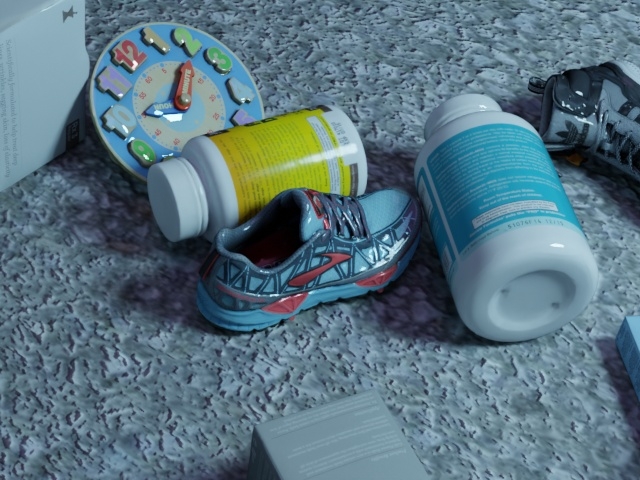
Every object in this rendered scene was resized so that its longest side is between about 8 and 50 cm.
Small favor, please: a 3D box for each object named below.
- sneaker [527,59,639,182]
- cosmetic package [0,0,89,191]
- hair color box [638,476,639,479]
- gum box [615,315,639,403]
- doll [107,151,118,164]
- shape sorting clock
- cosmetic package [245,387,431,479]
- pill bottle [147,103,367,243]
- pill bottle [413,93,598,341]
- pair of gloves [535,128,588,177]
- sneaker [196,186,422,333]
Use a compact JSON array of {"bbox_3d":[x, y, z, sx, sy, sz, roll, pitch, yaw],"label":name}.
[{"bbox_3d":[0.335,-0.111,1.534,0.153,0.101,0.269,-4,40,-21],"label":"sneaker"},{"bbox_3d":[-0.436,-0.245,1.472,0.385,0.217,0.156,33,49,25],"label":"cosmetic package"},{"bbox_3d":[0.342,0.262,1.174,0.053,0.093,0.167,-14,50,-22],"label":"hair color box"},{"bbox_3d":[0.395,0.152,1.328,0.156,0.041,0.184,-1,47,-11],"label":"gum box"},{"bbox_3d":[-0.177,-0.146,1.530,0.129,0.046,0.189,33,55,10],"label":"doll"},{"bbox_3d":[-0.154,-0.147,1.485,0.206,0.040,0.206,10,65,-21],"label":"shape sorting clock"},{"bbox_3d":[0.039,0.253,1.131,0.127,0.107,0.238,-13,52,-21],"label":"cosmetic package"},{"bbox_3d":[-0.067,-0.065,1.417,0.215,0.117,0.117,-17,50,-24],"label":"pill bottle"},{"bbox_3d":[0.182,-0.035,1.405,0.146,0.146,0.264,-3,47,-12],"label":"pill bottle"},{"bbox_3d":[0.265,-0.100,1.580,0.074,0.010,0.083,36,50,25],"label":"pair of gloves"},{"bbox_3d":[0.000,0.000,1.349,0.261,0.125,0.104,-25,54,-25],"label":"sneaker"}]
